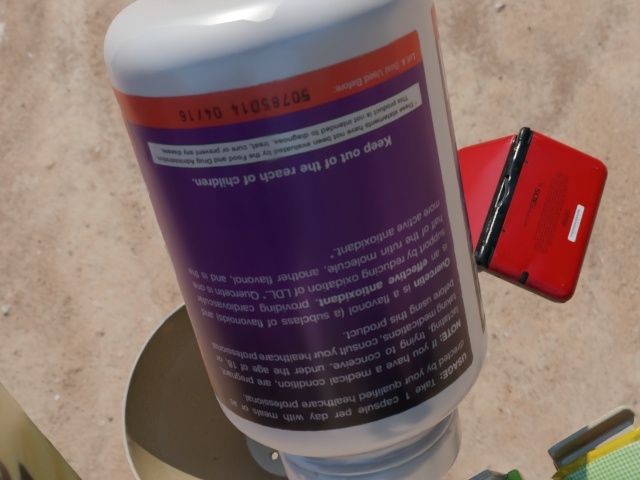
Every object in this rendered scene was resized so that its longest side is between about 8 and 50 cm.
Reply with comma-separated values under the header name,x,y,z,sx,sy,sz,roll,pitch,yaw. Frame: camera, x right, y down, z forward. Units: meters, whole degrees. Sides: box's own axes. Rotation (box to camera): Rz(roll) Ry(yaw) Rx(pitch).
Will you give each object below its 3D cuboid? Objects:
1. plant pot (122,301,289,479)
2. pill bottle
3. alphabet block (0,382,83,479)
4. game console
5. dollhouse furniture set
name,x,y,z,sx,sy,sz,roll,pitch,yaw
plant pot,-0.071,0.214,1.100,0.284,0.191,0.284,-8,68,21
pill bottle,0.000,0.000,0.541,0.182,0.322,0.181,-11,25,5
alphabet block,-0.154,0.165,0.287,0.192,0.193,0.197,-36,24,-9
game console,0.164,-0.017,0.776,0.124,0.085,0.144,24,66,-1
dollhouse furniture set,0.116,0.148,0.459,0.152,0.059,0.076,-36,55,18
